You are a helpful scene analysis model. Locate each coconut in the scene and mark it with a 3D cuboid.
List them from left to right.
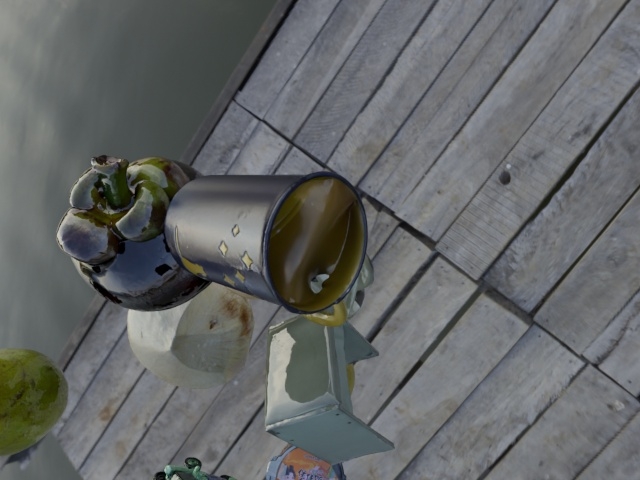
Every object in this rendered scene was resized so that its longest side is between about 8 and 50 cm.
[{"bbox_3d":[-0.377,0.256,1.387,0.415,0.415,0.344,39,95,24],"label":"coconut"}]

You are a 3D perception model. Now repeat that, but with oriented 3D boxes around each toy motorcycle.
[{"bbox_3d":[-0.296,0.681,1.195,0.196,0.331,0.125,16,76,44],"label":"toy motorcycle"}]

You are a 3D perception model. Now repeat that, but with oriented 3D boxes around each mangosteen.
[{"bbox_3d":[-0.319,-0.007,0.820,0.298,0.313,0.296,4,104,15],"label":"mangosteen"}]

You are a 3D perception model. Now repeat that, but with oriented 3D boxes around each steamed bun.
[{"bbox_3d":[0.057,0.099,1.476,0.238,0.394,0.345,-6,84,0],"label":"steamed bun"}]

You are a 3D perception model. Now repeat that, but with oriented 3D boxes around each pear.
[{"bbox_3d":[-0.738,0.375,1.041,0.253,0.307,0.252,0,80,-1],"label":"pear"}]

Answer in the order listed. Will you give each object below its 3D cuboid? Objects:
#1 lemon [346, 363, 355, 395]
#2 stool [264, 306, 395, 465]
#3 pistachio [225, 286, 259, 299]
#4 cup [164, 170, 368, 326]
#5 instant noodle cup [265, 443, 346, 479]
[{"bbox_3d":[-0.008,0.449,1.492,0.261,0.260,0.283,16,120,26],"label":"lemon"},{"bbox_3d":[0.019,0.324,1.005,0.171,0.269,0.243,-25,41,20],"label":"stool"},{"bbox_3d":[-0.148,-0.002,1.029,0.230,0.230,0.308,-40,47,17],"label":"pistachio"},{"bbox_3d":[-0.083,0.030,0.642,0.257,0.179,0.254,8,111,44],"label":"cup"},{"bbox_3d":[-0.039,0.583,1.139,0.208,0.125,0.177,37,77,-5],"label":"instant noodle cup"}]
